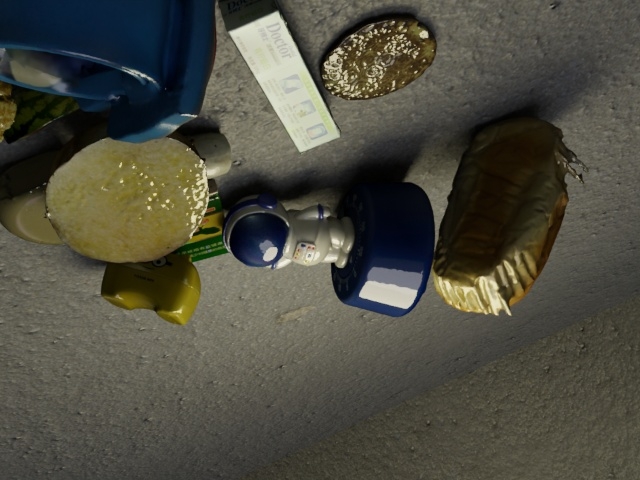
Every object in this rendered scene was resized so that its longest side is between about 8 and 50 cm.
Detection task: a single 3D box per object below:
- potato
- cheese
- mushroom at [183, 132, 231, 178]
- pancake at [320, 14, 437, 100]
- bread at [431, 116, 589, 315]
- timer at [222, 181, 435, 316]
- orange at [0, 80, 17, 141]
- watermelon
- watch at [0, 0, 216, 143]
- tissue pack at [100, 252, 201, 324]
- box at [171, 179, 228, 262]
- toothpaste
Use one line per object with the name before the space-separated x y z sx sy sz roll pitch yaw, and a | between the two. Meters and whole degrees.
potato | -0.293 -0.090 1.249 0.239 0.116 0.299 -5 143 -19
cheese | -0.431 -0.062 1.364 0.175 0.091 0.202 -23 153 7
mushroom | -0.258 -0.130 1.359 0.223 0.092 0.081 -9 108 -25
pancake | 0.095 -0.292 1.351 0.199 0.021 0.199 -14 151 -8
bread | 0.344 -0.049 1.610 0.388 0.236 0.183 -60 146 -14
timer | 0.000 0.000 1.614 0.384 0.270 0.270 6 145 -16
orange | -0.473 -0.181 1.079 0.157 0.134 0.156 -6 106 -22
watermelon | -0.409 -0.171 1.174 0.163 0.069 0.087 -19 142 37
watch | -0.300 -0.255 1.002 0.305 0.241 0.275 1 174 43
tissue pack | -0.320 0.080 1.608 0.178 0.127 0.123 16 160 9
box | -0.246 -0.028 1.595 0.132 0.034 0.235 -15 153 -5
toothpaste | -0.053 -0.253 1.283 0.081 0.067 0.336 -22 151 7
